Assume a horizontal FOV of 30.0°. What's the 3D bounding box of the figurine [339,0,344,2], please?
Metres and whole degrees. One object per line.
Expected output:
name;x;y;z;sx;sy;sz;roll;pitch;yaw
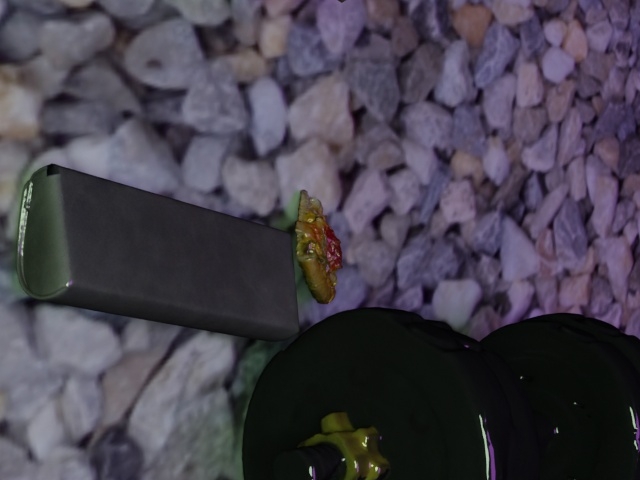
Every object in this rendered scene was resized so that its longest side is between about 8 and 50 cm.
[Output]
figurine;-0.044;-0.264;0.629;0.247;0.177;0.173;33;83;-33

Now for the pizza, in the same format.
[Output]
pizza;0.001;0.000;0.781;0.083;0.025;0.078;55;28;-70

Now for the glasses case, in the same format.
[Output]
glasses case;-0.085;0.012;0.681;0.191;0.042;0.072;16;67;-49

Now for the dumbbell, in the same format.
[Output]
dumbbell;0.107;0.136;0.803;0.388;0.185;0.185;4;86;-51
